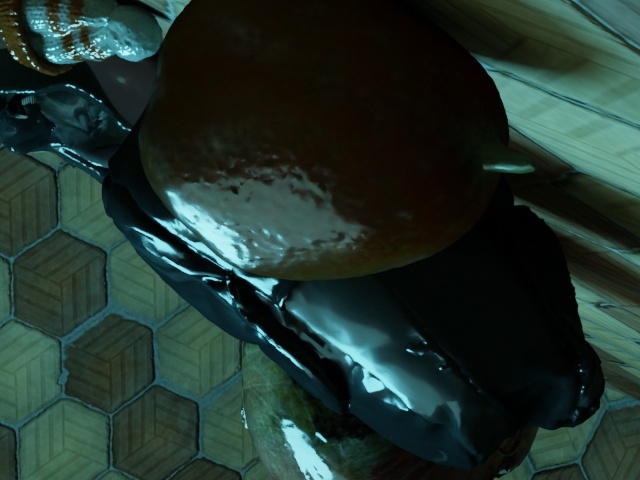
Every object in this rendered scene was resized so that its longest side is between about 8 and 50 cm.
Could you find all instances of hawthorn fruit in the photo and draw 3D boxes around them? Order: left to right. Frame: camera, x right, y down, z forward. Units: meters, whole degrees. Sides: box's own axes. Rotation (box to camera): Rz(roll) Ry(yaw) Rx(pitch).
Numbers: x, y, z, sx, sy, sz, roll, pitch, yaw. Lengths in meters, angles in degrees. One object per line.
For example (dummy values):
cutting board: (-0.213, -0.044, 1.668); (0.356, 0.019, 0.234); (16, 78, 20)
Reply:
hawthorn fruit: (0.021, -0.063, 1.030); (0.251, 0.199, 0.199); (8, 165, 40)

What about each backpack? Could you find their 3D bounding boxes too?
backpack: (0.043, 0.020, 1.492); (0.445, 0.255, 0.363); (40, 178, 7)

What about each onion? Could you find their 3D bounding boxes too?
onion: (0.079, 0.125, 1.807); (0.353, 0.354, 0.353); (27, 177, 2)

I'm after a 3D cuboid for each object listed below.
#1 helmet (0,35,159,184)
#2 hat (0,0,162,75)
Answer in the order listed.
helmet: (-0.234, -0.153, 1.845); (0.253, 0.154, 0.198); (9, 160, -10)
hat: (-0.212, -0.200, 1.630); (0.162, 0.094, 0.112); (2, 173, 34)
